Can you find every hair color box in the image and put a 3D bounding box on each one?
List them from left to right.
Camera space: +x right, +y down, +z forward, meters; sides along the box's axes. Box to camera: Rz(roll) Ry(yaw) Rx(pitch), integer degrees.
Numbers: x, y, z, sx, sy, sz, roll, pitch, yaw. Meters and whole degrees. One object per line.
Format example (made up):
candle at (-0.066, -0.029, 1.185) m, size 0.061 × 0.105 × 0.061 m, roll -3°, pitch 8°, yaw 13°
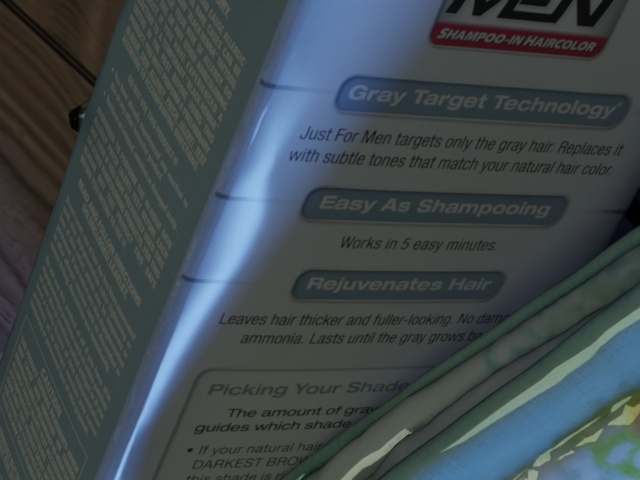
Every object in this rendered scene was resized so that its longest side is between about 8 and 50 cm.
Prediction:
hair color box at (0.000, 0.000, 0.750) m, size 0.113 × 0.185 × 0.374 m, roll 59°, pitch 137°, yaw 41°

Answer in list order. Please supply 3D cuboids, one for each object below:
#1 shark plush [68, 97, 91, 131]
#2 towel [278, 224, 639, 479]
shark plush at (-0.040, -0.074, 0.872) m, size 0.161 × 0.073 × 0.067 m, roll -27°, pitch 111°, yaw 19°
towel at (0.167, 0.150, 0.680) m, size 0.320 × 0.090 × 0.374 m, roll 44°, pitch 123°, yaw -12°
